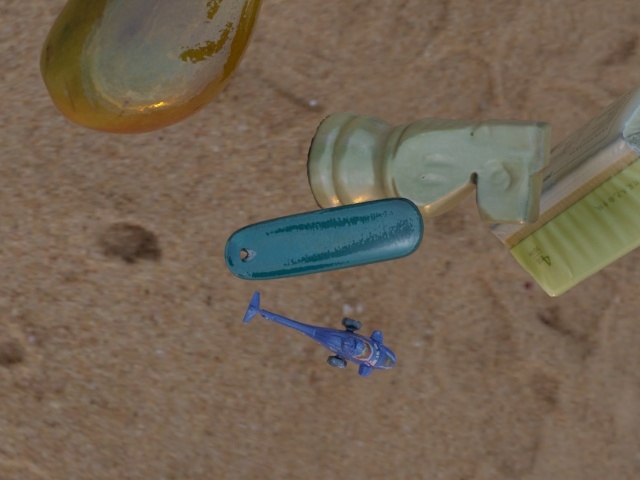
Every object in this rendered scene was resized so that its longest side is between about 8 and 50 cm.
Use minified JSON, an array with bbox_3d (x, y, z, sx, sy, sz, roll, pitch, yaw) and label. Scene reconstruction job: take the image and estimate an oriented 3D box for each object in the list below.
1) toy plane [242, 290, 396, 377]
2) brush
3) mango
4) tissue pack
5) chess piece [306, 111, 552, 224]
[{"bbox_3d":[0.002,0.098,1.496,0.167,0.062,0.054,20,86,17],"label":"toy plane"},{"bbox_3d":[0.000,0.000,0.967,0.193,0.032,0.043,-10,93,-45],"label":"brush"},{"bbox_3d":[-0.111,-0.181,1.111,0.138,0.113,0.253,45,106,5],"label":"mango"},{"bbox_3d":[0.310,-0.063,1.523,0.125,0.234,0.159,45,51,-4],"label":"tissue pack"},{"bbox_3d":[0.094,-0.061,1.189,0.090,0.200,0.090,-9,101,-55],"label":"chess piece"}]
